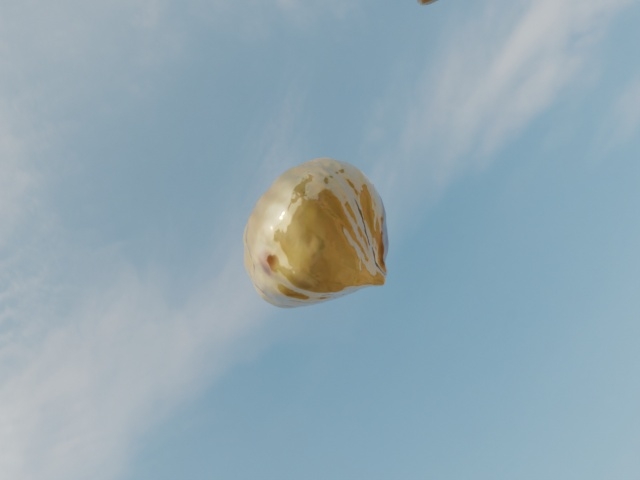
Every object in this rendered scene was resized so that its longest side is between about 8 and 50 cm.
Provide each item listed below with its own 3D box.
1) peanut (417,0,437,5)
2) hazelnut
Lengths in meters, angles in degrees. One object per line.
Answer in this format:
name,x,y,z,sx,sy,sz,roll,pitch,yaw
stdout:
peanut,0.203,-0.461,1.030,0.152,0.076,0.076,-49,-50,-32
hazelnut,0.000,0.000,0.938,0.241,0.261,0.261,44,-91,8
